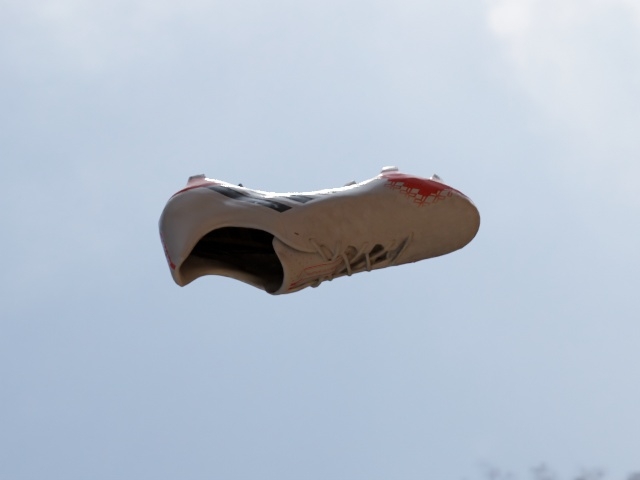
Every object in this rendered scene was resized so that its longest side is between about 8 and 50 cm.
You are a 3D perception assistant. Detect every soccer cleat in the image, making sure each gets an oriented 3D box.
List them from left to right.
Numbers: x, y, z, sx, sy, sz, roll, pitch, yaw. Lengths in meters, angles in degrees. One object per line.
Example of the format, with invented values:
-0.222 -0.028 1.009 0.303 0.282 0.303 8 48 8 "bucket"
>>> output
0.000 0.000 0.465 0.036 0.083 0.029 -93 6 -53 "soccer cleat"
